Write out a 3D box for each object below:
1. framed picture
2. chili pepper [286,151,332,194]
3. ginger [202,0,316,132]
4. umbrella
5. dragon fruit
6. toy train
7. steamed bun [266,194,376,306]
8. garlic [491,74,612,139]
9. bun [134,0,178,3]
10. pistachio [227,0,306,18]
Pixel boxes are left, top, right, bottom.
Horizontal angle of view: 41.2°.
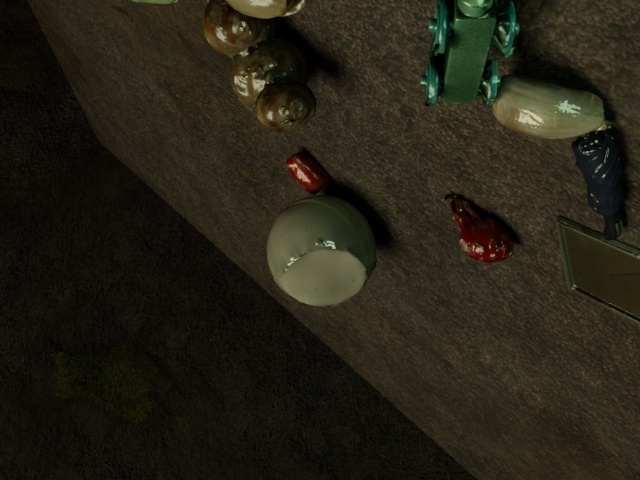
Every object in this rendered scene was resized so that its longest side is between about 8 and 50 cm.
[{"bbox_3d":[0.558,0.080,1.536,0.289,0.016,0.213,30,156,42],"label":"framed picture"},{"bbox_3d":[-0.036,-0.181,2.270,0.123,0.070,0.073,46,180,-6],"label":"chili pepper"},{"bbox_3d":[-0.137,-0.406,1.820,0.375,0.176,0.256,60,-177,-9],"label":"ginger"},{"bbox_3d":[0.456,-0.084,1.356,0.071,0.071,0.248,29,163,44],"label":"umbrella"},{"bbox_3d":[0.316,-0.021,1.769,0.190,0.094,0.094,44,163,24],"label":"dragon fruit"},{"bbox_3d":[0.208,-0.316,1.223,0.120,0.194,0.298,1,164,3],"label":"toy train"},{"bbox_3d":[0.000,0.000,2.283,0.309,0.309,0.309,41,162,16],"label":"steamed bun"},{"bbox_3d":[0.332,-0.203,1.284,0.195,0.101,0.087,22,124,37],"label":"garlic"},{"bbox_3d":[-0.439,-0.658,1.946,0.293,0.187,0.293,42,160,19],"label":"bun"},{"bbox_3d":[-0.127,-0.506,1.647,0.215,0.144,0.144,30,158,24],"label":"pistachio"}]
